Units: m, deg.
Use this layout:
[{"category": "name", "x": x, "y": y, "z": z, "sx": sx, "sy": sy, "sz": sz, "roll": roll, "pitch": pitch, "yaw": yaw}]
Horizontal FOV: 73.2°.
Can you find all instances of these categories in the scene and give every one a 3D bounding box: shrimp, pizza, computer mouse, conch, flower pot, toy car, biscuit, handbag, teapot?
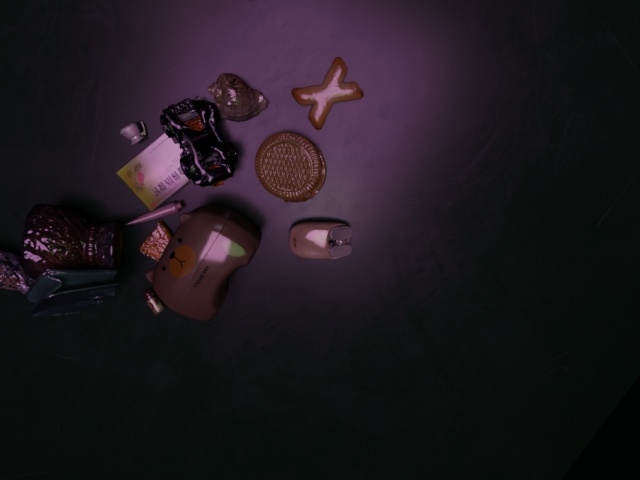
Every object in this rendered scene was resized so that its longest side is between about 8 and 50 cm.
[{"category": "shrimp", "x": -1.132, "y": 0.107, "z": 1.548, "sx": 0.372, "sy": 0.172, "sz": 0.137, "roll": 24, "pitch": 72, "yaw": -24}, {"category": "pizza", "x": -0.609, "y": 0.020, "z": 1.611, "sx": 0.131, "sy": 0.041, "sz": 0.178, "roll": -20, "pitch": 106, "yaw": 1}, {"category": "computer mouse", "x": 0.000, "y": 0.000, "z": 1.608, "sx": 0.237, "sy": 0.082, "sz": 0.145, "roll": 2, "pitch": 106, "yaw": -2}, {"category": "conch", "x": -0.282, "y": -0.477, "z": 1.463, "sx": 0.207, "sy": 0.129, "sz": 0.155, "roll": 6, "pitch": 142, "yaw": -26}, {"category": "flower pot", "x": -0.841, "y": 0.013, "z": 1.498, "sx": 0.267, "sy": 0.266, "sz": 0.266, "roll": 5, "pitch": 106, "yaw": -14}, {"category": "toy car", "x": -0.405, "y": -0.321, "z": 1.440, "sx": 0.193, "sy": 0.118, "sz": 0.301, "roll": -27, "pitch": 96, "yaw": -27}, {"category": "biscuit", "x": 0.025, "y": -0.504, "z": 1.479, "sx": 0.208, "sy": 0.047, "sz": 0.164, "roll": -35, "pitch": 104, "yaw": 8}, {"category": "biscuit", "x": -0.104, "y": -0.252, "z": 1.509, "sx": 0.260, "sy": 0.079, "sz": 0.258, "roll": 5, "pitch": 112, "yaw": 12}, {"category": "handbag", "x": -0.859, "y": 0.184, "z": 1.491, "sx": 0.327, "sy": 0.239, "sz": 0.089, "roll": -29, "pitch": 70, "yaw": 43}, {"category": "teapot", "x": -0.639, "y": -0.373, "z": 1.490, "sx": 0.083, "sy": 0.064, "sz": 0.064, "roll": -42, "pitch": 114, "yaw": -23}]

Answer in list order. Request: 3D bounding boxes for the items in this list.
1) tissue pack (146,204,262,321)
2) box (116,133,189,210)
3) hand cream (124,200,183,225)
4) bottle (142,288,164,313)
[{"category": "tissue pack", "x": -0.407, "y": 0.063, "z": 1.513, "sx": 0.277, "sy": 0.267, "sz": 0.387, "roll": 33, "pitch": 104, "yaw": -10}, {"category": "box", "x": -0.555, "y": -0.251, "z": 1.522, "sx": 0.261, "sy": 0.062, "sz": 0.175, "roll": -37, "pitch": 105, "yaw": 7}, {"category": "hand cream", "x": -0.602, "y": -0.092, "z": 1.570, "sx": 0.210, "sy": 0.067, "sz": 0.043, "roll": -22, "pitch": 91, "yaw": 1}, {"category": "bottle", "x": -0.651, "y": 0.235, "z": 1.670, "sx": 0.063, "sy": 0.047, "sz": 0.101, "roll": -24, "pitch": 105, "yaw": 15}]
